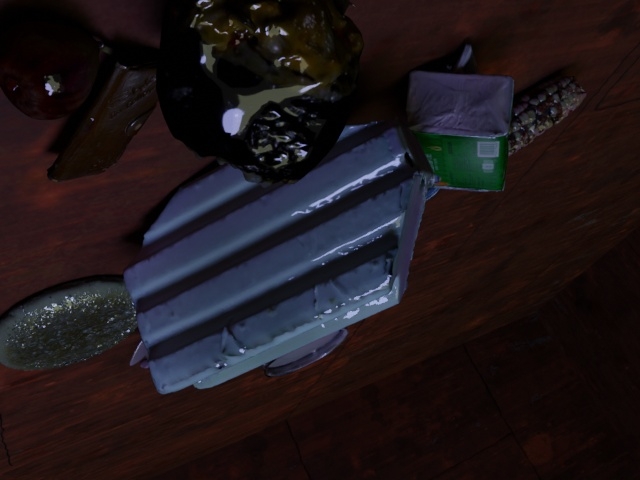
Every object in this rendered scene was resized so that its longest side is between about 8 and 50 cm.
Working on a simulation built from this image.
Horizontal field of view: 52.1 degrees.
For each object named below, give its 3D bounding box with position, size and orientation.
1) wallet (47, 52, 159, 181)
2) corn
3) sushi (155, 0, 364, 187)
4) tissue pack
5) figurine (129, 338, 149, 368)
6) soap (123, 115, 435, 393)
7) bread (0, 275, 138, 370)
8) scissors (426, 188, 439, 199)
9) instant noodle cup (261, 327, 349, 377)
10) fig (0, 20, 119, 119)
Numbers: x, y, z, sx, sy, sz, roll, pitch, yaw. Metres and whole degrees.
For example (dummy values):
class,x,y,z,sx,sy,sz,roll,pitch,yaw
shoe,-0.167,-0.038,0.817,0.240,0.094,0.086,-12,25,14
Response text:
class,x,y,z,sx,sy,sz,roll,pitch,yaw
wallet,-0.223,-0.129,0.709,0.176,0.026,0.095,-45,173,32
corn,0.335,-0.201,1.165,0.280,0.092,0.092,-34,157,2
sushi,-0.056,-0.185,0.597,0.213,0.200,0.204,9,137,-36
tissue pack,0.217,-0.185,1.005,0.148,0.156,0.209,4,165,16
figurine,-0.250,0.173,1.227,0.205,0.102,0.260,1,145,-18
soap,-0.050,0.010,0.903,0.446,0.261,0.156,-28,160,18
bread,-0.404,0.144,1.083,0.267,0.040,0.267,-25,157,-11
scissors,0.129,-0.051,1.301,0.256,0.030,0.125,-40,156,19
instant noodle cup,-0.070,0.122,1.210,0.217,0.207,0.217,-26,157,-11
fig,-0.232,-0.168,0.600,0.125,0.089,0.089,-52,176,-40
